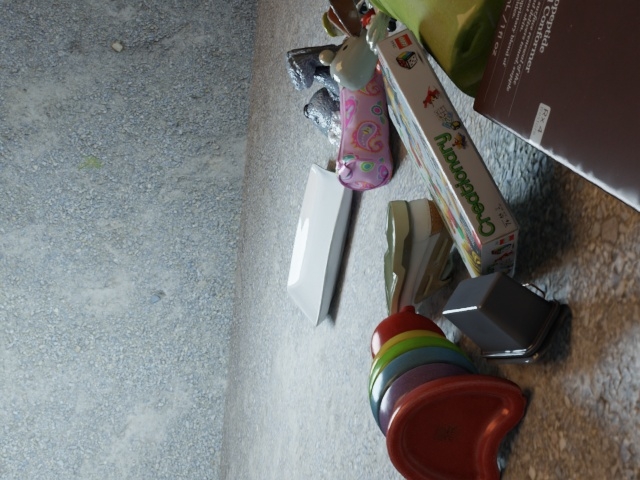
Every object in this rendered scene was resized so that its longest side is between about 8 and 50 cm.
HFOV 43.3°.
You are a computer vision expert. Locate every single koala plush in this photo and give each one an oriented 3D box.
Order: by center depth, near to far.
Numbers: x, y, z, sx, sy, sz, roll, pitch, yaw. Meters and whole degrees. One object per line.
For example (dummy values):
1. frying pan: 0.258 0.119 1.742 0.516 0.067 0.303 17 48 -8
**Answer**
1. koala plush: 0.033 -0.333 1.858 0.196 0.203 0.221 -97 0 -71

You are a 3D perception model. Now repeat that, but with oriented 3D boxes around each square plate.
1. square plate: 0.000 0.000 1.941 0.344 0.049 0.347 -141 61 -73

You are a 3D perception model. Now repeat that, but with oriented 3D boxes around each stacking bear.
1. stacking bear: 0.143 0.194 1.117 0.289 0.164 0.175 -108 31 -69

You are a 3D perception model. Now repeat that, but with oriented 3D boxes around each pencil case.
1. pencil case: 0.086 -0.244 1.642 0.124 0.124 0.284 125 150 -58

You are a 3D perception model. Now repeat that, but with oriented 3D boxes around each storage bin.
1. storage bin: 0.217 0.084 0.972 0.098 0.091 0.135 -55 9 -16

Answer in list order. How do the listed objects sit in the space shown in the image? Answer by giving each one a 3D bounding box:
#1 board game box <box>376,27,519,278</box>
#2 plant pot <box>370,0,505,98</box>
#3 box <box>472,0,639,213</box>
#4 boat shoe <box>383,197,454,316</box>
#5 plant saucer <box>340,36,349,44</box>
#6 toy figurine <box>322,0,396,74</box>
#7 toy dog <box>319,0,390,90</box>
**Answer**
1. board game box: 0.163 -0.099 1.043 0.193 0.053 0.305 63 -176 -67
2. plant pot: 0.209 -0.329 1.043 0.276 0.276 0.253 114 148 -43
3. box: 0.297 -0.154 0.759 0.381 0.143 0.191 -123 44 -63
4. boat shoe: 0.153 0.045 1.248 0.302 0.103 0.113 88 177 -60
5. plant saucer: 0.064 -0.443 2.018 0.168 0.029 0.168 -170 90 -75
6. toy figurine: 0.092 -0.429 1.523 0.209 0.148 0.213 41 -135 -56
7. toy dog: 0.058 -0.435 1.322 0.220 0.161 0.333 105 -176 -76
